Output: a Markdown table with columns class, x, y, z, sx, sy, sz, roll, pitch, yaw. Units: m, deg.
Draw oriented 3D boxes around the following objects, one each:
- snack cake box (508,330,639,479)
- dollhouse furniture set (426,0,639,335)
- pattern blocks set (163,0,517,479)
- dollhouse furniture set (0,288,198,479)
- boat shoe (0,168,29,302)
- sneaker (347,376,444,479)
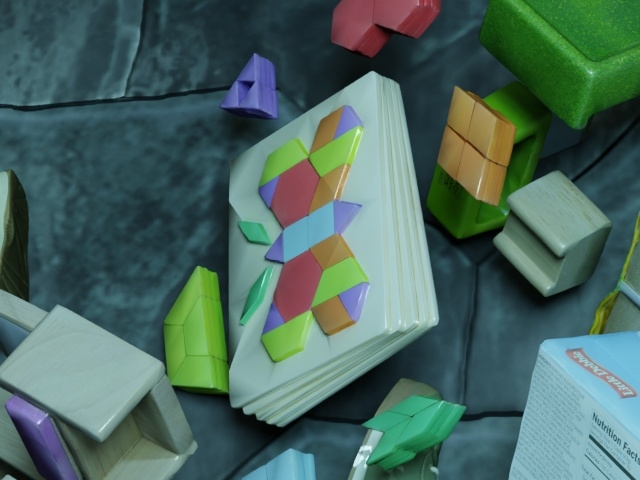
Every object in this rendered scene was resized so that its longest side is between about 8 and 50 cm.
| class | x | y | z | sx | sy | sz | roll | pitch | yaw |
| --- | --- | --- | --- | --- | --- | --- | --- | --- | --- |
| snack cake box | 0.193 | 0.171 | 0.931 | 0.089 | 0.152 | 0.264 | -4 | 30 | -28 |
| dollhouse furniture set | 0.222 | -0.009 | 1.095 | 0.151 | 0.197 | 0.301 | -24 | 56 | -30 |
| pattern blocks set | 0.000 | 0.000 | 1.119 | 0.285 | 0.026 | 0.325 | -43 | 43 | 30 |
| dollhouse furniture set | -0.208 | 0.212 | 0.971 | 0.198 | 0.286 | 0.303 | 24 | 59 | 32 |
| boat shoe | -0.215 | 0.014 | 1.252 | 0.045 | 0.050 | 0.135 | -12 | 44 | 9 |
| sneaker | 0.048 | 0.174 | 1.072 | 0.086 | 0.064 | 0.192 | 17 | 67 | 22 |
